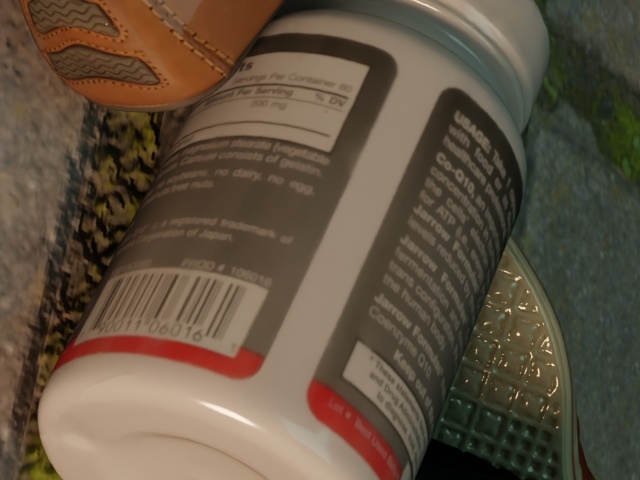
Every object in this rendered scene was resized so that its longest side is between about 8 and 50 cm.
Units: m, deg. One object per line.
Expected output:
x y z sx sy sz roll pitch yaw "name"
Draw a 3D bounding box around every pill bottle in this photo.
0.000 0.000 0.892 0.161 0.161 0.283 52 49 -35 "pill bottle"

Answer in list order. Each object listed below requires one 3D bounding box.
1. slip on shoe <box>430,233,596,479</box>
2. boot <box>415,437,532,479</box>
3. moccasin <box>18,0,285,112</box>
0.094 0.119 1.057 0.101 0.123 0.331 -81 149 -74 "slip on shoe"
0.061 0.216 0.977 0.246 0.094 0.207 23 97 -11 "boot"
-0.028 -0.230 0.916 0.380 0.139 0.147 -52 135 -30 "moccasin"
